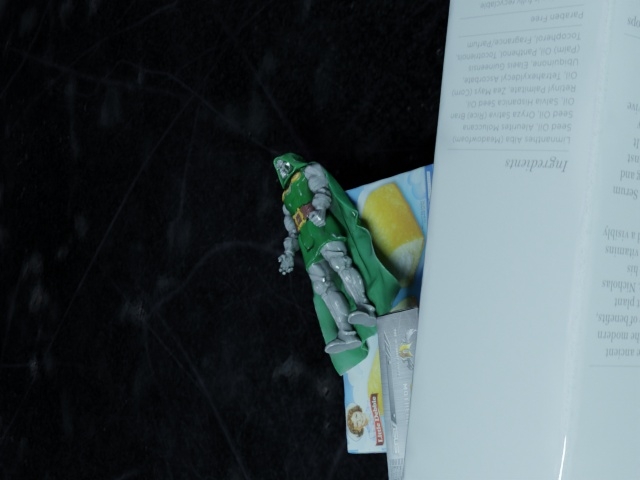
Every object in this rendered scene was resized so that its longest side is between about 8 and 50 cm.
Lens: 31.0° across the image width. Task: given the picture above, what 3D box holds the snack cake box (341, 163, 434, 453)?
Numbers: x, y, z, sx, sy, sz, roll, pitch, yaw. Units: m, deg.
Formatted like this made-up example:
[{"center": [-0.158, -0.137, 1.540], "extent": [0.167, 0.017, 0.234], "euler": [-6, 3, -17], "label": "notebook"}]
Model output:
[{"center": [0.097, 0.072, 1.126], "extent": [0.152, 0.089, 0.264], "euler": [-15, 74, 49], "label": "snack cake box"}]

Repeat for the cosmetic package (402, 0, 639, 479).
[{"center": [0.215, -0.022, 0.880], "extent": [0.161, 0.230, 0.453], "euler": [6, 90, 52], "label": "cosmetic package"}]

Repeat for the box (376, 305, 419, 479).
[{"center": [0.140, 0.175, 0.987], "extent": [0.056, 0.183, 0.231], "euler": [-17, 72, 49], "label": "box"}]

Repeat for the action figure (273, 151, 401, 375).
[{"center": [0.000, 0.000, 1.142], "extent": [0.137, 0.063, 0.232], "euler": [-56, 42, 37], "label": "action figure"}]
